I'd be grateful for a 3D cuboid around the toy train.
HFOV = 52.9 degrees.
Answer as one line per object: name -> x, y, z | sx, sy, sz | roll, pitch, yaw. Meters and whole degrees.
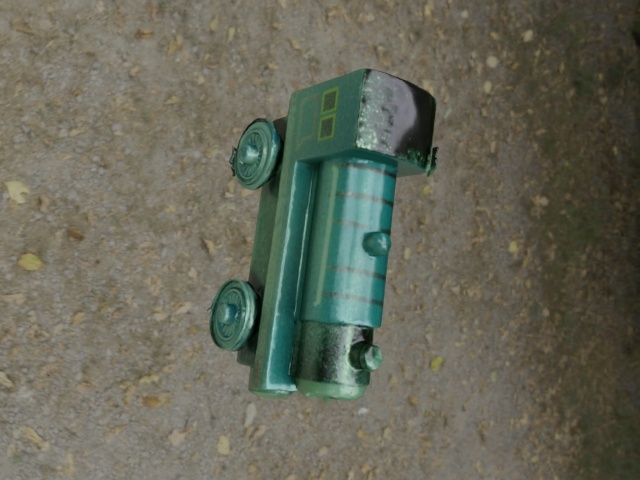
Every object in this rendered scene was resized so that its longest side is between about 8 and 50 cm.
toy train -> 0.000, 0.000, 0.590 | 0.120, 0.194, 0.297 | 13, 79, -38
